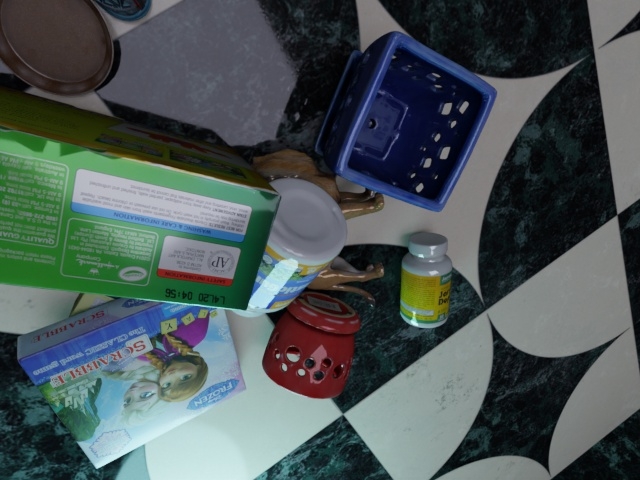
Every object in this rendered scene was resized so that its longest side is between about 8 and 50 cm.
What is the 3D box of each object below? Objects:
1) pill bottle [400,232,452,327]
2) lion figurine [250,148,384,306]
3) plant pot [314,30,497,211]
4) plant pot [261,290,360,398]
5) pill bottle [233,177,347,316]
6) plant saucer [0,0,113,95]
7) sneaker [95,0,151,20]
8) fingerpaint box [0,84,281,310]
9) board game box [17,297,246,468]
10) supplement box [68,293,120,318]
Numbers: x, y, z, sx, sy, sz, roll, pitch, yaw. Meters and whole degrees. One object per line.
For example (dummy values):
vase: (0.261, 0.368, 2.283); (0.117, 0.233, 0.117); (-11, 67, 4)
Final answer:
pill bottle: (0.252, 0.092, 0.957); (0.118, 0.117, 0.208); (-10, 112, -17)
lion figurine: (0.000, 0.000, 0.818); (0.240, 0.142, 0.392); (-9, 119, -3)
plant pot: (0.130, -0.213, 0.741); (0.236, 0.212, 0.236); (17, 104, -25)
plant pot: (-0.013, 0.215, 0.865); (0.191, 0.191, 0.174); (13, 102, -24)
pill bottle: (-0.081, 0.032, 0.686); (0.152, 0.152, 0.272); (11, 144, -24)
plant saucer: (-0.395, -0.303, 0.592); (0.169, 0.029, 0.168); (-5, 126, -7)
sneaker: (-0.346, -0.420, 0.531); (0.262, 0.125, 0.104); (33, 95, -28)
fingerpaint box: (-0.322, -0.081, 0.531); (0.445, 0.371, 0.163); (11, 106, -25)
board game box: (-0.324, 0.243, 0.767); (0.319, 0.066, 0.318); (-22, 127, -23)
supplement box: (-0.408, 0.107, 0.733); (0.056, 0.083, 0.083); (31, 97, -28)
